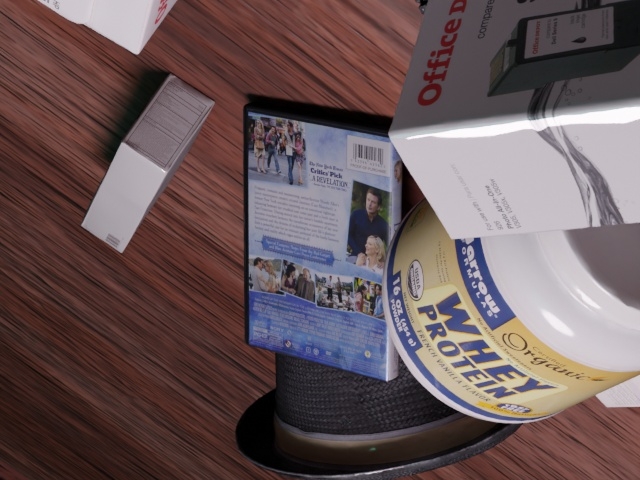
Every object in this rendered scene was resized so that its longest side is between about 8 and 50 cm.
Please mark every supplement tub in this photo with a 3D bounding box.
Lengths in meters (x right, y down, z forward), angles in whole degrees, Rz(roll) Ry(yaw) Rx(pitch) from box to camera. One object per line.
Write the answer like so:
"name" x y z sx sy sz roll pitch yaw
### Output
"supplement tub" 0.207 0.014 1.605 0.228 0.228 0.316 35 154 -7

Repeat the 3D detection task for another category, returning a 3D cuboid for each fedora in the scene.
"fedora" 0.056 0.127 1.995 0.334 0.334 0.152 2 112 45

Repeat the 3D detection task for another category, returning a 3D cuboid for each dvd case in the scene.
"dvd case" 0.000 0.000 1.870 0.180 0.022 0.253 13 112 35

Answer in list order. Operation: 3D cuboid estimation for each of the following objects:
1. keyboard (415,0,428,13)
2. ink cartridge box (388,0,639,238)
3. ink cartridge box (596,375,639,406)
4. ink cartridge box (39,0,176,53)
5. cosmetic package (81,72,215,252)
"keyboard" 0.062 -0.243 1.440 0.180 0.023 0.108 62 163 -8
"ink cartridge box" 0.212 -0.125 1.301 0.289 0.211 0.121 -6 138 30
"ink cartridge box" 0.298 0.094 1.802 0.090 0.092 0.143 45 150 -26
"ink cartridge box" -0.130 -0.315 1.337 0.197 0.270 0.198 31 154 1
"cosmetic package" -0.184 -0.078 2.012 0.060 0.099 0.239 35 153 -2
